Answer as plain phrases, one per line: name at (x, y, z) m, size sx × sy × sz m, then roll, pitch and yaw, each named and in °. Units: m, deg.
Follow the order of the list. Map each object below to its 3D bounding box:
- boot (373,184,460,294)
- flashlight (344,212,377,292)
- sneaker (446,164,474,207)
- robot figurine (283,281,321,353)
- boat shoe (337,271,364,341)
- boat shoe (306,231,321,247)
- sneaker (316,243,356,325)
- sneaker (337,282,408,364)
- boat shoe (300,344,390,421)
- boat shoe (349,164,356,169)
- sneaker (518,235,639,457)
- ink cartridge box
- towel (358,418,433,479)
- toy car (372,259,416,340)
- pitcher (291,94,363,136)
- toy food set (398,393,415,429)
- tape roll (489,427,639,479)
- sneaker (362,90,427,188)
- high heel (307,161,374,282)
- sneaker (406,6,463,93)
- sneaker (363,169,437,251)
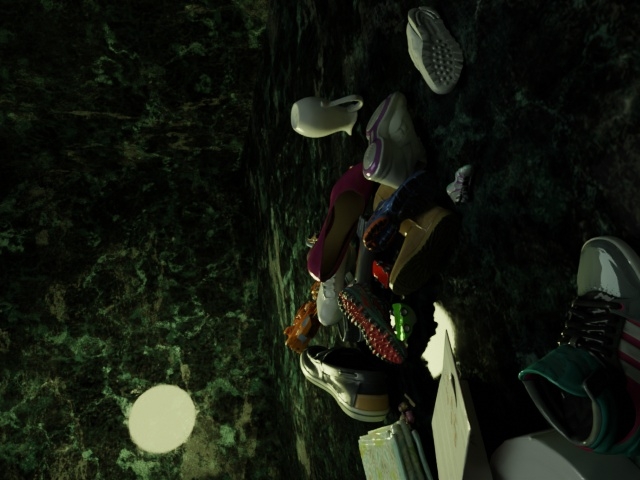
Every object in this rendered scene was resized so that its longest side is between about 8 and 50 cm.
boot at (0.200, -0.027, 1.113) m, size 0.236 × 0.089 × 0.269 m, roll -55°, pitch 32°, yaw 12°
flashlight at (0.132, 0.071, 1.386) m, size 0.103 × 0.103 × 0.304 m, roll 18°, pitch 111°, yaw 30°
sneaker at (0.302, -0.106, 0.943) m, size 0.098 × 0.038 × 0.069 m, roll 101°, pitch 157°, yaw -60°
robot figurine at (-0.030, 0.272, 1.723) m, size 0.291 × 0.085 × 0.211 m, roll -58°, pitch 13°, yaw 4°
boat shoe at (0.072, 0.212, 1.564) m, size 0.108 × 0.102 × 0.301 m, roll 111°, pitch 149°, yaw -51°
boat shoe at (0.000, 0.000, 1.818) m, size 0.183 × 0.066 × 0.066 m, roll 21°, pitch 109°, yaw 59°
sneaker at (0.035, 0.129, 1.484) m, size 0.129 × 0.110 × 0.297 m, roll 46°, pitch -131°, yaw -63°
sneaker at (0.172, 0.221, 1.281) m, size 0.262 × 0.125 × 0.104 m, roll 53°, pitch 141°, yaw 15°
boat shoe at (0.073, 0.421, 1.494) m, size 0.500 × 0.186 × 0.156 m, roll -170°, pitch 85°, yaw -68°
boat shoe at (0.113, -0.191, 1.471) m, size 0.049 × 0.043 × 0.137 m, roll 110°, pitch 152°, yaw -53°
sneaker at (0.352, 0.143, 0.607) m, size 0.124 × 0.178 × 0.296 m, roll 151°, pitch 115°, yaw -69°
ink cartridge box at (0.272, 0.360, 0.868) m, size 0.296 × 0.066 × 0.261 m, roll -69°, pitch -17°, yaw -68°
towel at (0.223, 0.691, 1.218) m, size 0.320 × 0.090 × 0.375 m, roll 115°, pitch 144°, yaw -61°
toy car at (0.217, 0.149, 1.207) m, size 0.239 × 0.053 × 0.225 m, roll 150°, pitch 115°, yaw -70°
pitcher at (0.022, -0.408, 1.449) m, size 0.178 × 0.207 × 0.126 m, roll 126°, pitch 137°, yaw -60°
toy food set at (0.236, 0.493, 1.255) m, size 0.078 × 0.019 × 0.122 m, roll -145°, pitch 54°, yaw -67°
tape roll at (0.384, 0.440, 0.690) m, size 0.286 × 0.100 × 0.286 m, roll 176°, pitch 90°, yaw -72°
sneaker at (0.190, -0.242, 1.130) m, size 0.114 × 0.152 × 0.305 m, roll -46°, pitch 26°, yaw 53°
high heel at (0.077, -0.052, 1.340) m, size 0.377 × 0.127 × 0.181 m, roll -66°, pitch 17°, yaw 11°
sneaker at (0.247, -0.406, 1.004) m, size 0.095 × 0.090 × 0.235 m, roll 96°, pitch 167°, yaw -64°
sneaker at (0.172, -0.078, 1.036) m, size 0.221 × 0.083 × 0.087 m, roll -45°, pitch 24°, yaw 14°
